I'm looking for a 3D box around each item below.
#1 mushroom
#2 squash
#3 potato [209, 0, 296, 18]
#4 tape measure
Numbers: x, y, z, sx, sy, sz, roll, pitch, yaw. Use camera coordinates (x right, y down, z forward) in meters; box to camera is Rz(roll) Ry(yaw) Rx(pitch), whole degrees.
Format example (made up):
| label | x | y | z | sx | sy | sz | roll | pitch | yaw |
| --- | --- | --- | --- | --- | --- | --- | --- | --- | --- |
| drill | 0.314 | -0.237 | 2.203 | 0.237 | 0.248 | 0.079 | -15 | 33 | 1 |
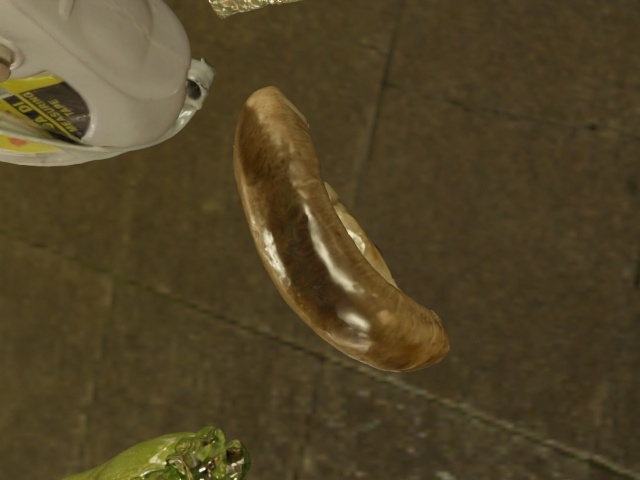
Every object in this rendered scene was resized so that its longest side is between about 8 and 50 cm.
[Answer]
| label | x | y | z | sx | sy | sz | roll | pitch | yaw |
| --- | --- | --- | --- | --- | --- | --- | --- | --- | --- |
| mushroom | -0.002 | 0.000 | 1.163 | 0.072 | 0.094 | 0.209 | -35 | 85 | 5 |
| squash | -0.103 | 0.169 | 1.138 | 0.341 | 0.094 | 0.094 | -31 | 62 | 60 |
| potato | -0.010 | -0.284 | 1.634 | 0.255 | 0.112 | 0.269 | -22 | 27 | 25 |
| tape measure | -0.196 | -0.123 | 1.189 | 0.197 | 0.236 | 0.120 | -13 | 56 | 32 |
